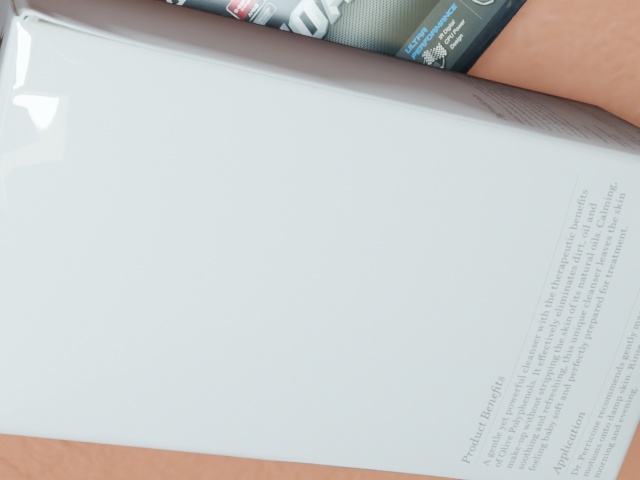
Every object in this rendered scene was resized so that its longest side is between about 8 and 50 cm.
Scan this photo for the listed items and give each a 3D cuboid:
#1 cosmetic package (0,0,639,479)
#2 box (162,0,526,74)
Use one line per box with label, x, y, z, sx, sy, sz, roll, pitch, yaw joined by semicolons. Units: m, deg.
cosmetic package;0.000;0.000;0.624;0.366;0.155;0.197;12;108;-21
box;0.017;-0.154;0.700;0.175;0.051;0.220;38;99;-13
